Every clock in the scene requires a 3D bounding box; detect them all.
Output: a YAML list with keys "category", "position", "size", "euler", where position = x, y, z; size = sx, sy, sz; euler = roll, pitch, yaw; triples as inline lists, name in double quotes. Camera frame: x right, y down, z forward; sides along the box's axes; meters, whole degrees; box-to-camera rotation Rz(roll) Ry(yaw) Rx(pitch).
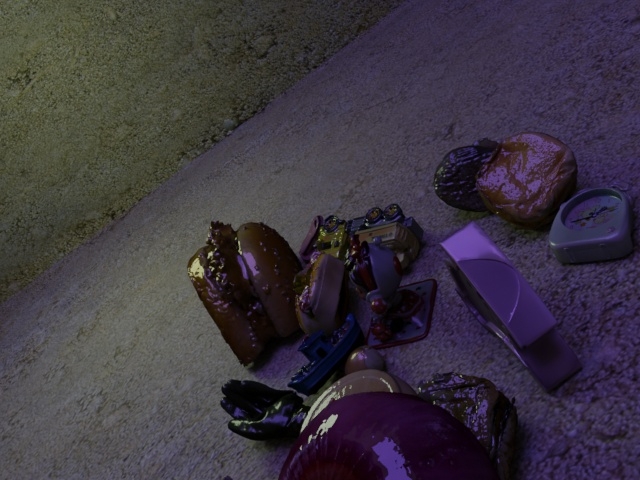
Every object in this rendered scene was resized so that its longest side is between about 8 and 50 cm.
- category: "clock"
  position: [0.545, -0.042, 1.337]
  size: [0.151, 0.062, 0.191]
  euler: [-10, 38, 42]
- category: "clock"
  position: [0.339, 0.132, 1.207]
  size: [0.080, 0.275, 0.290]
  euler: [-35, 65, 1]

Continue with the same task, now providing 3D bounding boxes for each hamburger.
- category: "hamburger"
  position: [0.449, -0.133, 1.460]
  size: [0.214, 0.108, 0.213]
  euler: [-8, 69, 20]
- category: "hamburger"
  position: [0.238, 0.326, 1.104]
  size: [0.183, 0.130, 0.206]
  euler: [-8, 58, 45]
- category: "hamburger"
  position: [-0.196, 0.083, 1.773]
  size: [0.268, 0.287, 0.445]
  euler: [-32, 31, 6]
- category: "hamburger"
  position: [0.004, 0.127, 1.595]
  size: [0.116, 0.173, 0.210]
  euler: [-1, 40, 12]

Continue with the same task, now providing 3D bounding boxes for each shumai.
- category: "shumai"
  position: [0.384, -0.160, 1.631]
  size: [0.209, 0.161, 0.153]
  euler: [-14, 12, 22]

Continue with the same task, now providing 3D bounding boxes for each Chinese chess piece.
- category: "Chinese chess piece"
  position: [0.076, 0.355, 1.246]
  size: [0.251, 0.097, 0.251]
  euler: [-29, 29, 17]

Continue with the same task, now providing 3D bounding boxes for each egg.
- category: "egg"
  position: [0.089, 0.259, 1.403]
  size: [0.083, 0.071, 0.071]
  euler: [-46, 26, 15]

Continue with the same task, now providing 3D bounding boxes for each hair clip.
- category: "hair clip"
  position: [0.010, 0.004, 1.916]
  size: [0.123, 0.102, 0.138]
  euler: [-106, 38, -62]

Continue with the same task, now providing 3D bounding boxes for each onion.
- category: "onion"
  position: [0.076, 0.398, 0.935]
  size: [0.358, 0.358, 0.345]
  euler: [-17, -1, 33]

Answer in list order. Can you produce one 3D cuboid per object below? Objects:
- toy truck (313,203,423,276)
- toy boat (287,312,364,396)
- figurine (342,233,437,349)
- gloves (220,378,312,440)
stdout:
- category: "toy truck"
  position: [0.117, 0.017, 1.682]
  size: [0.272, 0.124, 0.157]
  euler: [-11, 48, 35]
- category: "toy boat"
  position: [0.007, 0.238, 1.465]
  size: [0.223, 0.097, 0.100]
  euler: [-43, 4, -33]
- category: "figurine"
  position: [0.124, 0.087, 1.454]
  size: [0.160, 0.226, 0.183]
  euler: [-18, 34, 31]
- category: "gloves"
  position: [-0.105, 0.367, 1.429]
  size: [0.268, 0.107, 0.135]
  euler: [11, 47, 33]
